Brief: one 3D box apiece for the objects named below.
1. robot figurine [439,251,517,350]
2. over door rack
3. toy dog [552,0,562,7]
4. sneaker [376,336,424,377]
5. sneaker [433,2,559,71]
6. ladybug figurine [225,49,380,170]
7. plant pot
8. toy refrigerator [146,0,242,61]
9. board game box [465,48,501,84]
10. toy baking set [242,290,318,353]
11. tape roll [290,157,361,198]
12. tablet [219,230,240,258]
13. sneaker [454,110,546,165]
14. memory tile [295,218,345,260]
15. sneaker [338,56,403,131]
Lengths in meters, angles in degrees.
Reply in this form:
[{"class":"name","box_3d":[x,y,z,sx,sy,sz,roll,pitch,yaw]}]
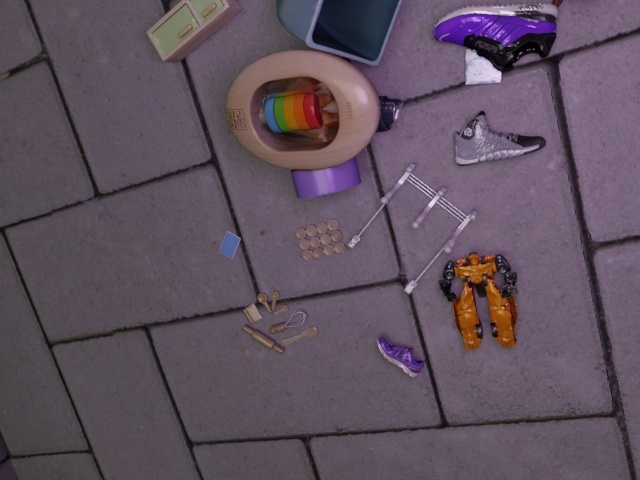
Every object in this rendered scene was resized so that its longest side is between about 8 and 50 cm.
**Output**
[{"class":"robot figurine","box_3d":[0.455,0.166,1.552,0.211,0.085,0.290,-8,103,21]},{"class":"over door rack","box_3d":[0.250,-0.021,1.557,0.239,0.108,0.324,39,115,6]},{"class":"toy dog","box_3d":[0.499,-0.656,1.254,0.333,0.220,0.161,48,147,9]},{"class":"sneaker","box_3d":[0.247,0.349,1.703,0.170,0.068,0.071,36,99,-3]},{"class":"sneaker","box_3d":[0.421,-0.486,1.339,0.294,0.102,0.146,2,88,19]},{"class":"ladybug figurine","box_3d":[-0.044,-0.338,1.413,0.450,0.162,0.305,6,119,28]},{"class":"plant pot","box_3d":[0.029,-0.617,1.379,0.252,0.247,0.247,42,120,41]},{"class":"toy refrigerator","box_3d":[-0.372,-0.640,1.599,0.270,0.094,0.102,-28,95,24]},{"class":"board game box","box_3d":[0.420,-0.450,1.415,0.090,0.020,0.090,2,105,19]},{"class":"toy baking set","box_3d":[-0.144,0.281,1.828,0.256,0.030,0.196,35,114,7]},{"class":"tape roll","box_3d":[0.015,-0.181,1.546,0.189,0.189,0.080,-9,102,22]},{"class":"tablet","box_3d":[-0.300,0.015,1.817,0.054,0.006,0.083,30,112,9]},{"class":"sneaker","box_3d":[0.455,-0.276,1.422,0.229,0.086,0.132,-8,100,22]},{"class":"memory tile","box_3d":[0.000,0.000,1.703,0.148,0.012,0.113,-14,101,22]},{"class":"sneaker","box_3d":[0.135,-0.399,1.487,0.164,0.086,0.226,-4,114,32]}]
